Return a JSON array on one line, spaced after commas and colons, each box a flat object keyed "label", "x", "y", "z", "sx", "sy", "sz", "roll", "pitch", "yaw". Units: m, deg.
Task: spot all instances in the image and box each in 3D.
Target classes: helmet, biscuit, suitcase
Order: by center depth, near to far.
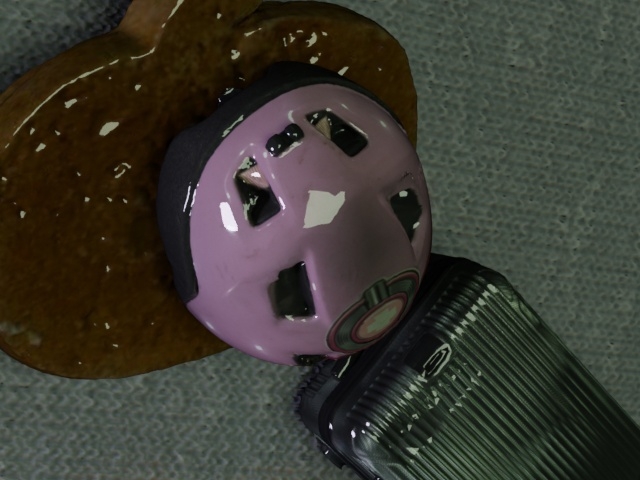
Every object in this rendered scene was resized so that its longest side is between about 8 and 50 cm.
[{"label": "helmet", "x": 0.000, "y": 0.000, "z": 1.064, "sx": 0.198, "sy": 0.154, "sz": 0.253, "roll": -37, "pitch": 127, "yaw": -14}, {"label": "biscuit", "x": -0.092, "y": -0.055, "z": 1.103, "sx": 0.367, "sy": 0.063, "sz": 0.314, "roll": -16, "pitch": 123, "yaw": -27}, {"label": "suitcase", "x": 0.143, "y": 0.167, "z": 1.272, "sx": 0.202, "sy": 0.128, "sz": 0.312, "roll": -50, "pitch": 117, "yaw": -13}]
